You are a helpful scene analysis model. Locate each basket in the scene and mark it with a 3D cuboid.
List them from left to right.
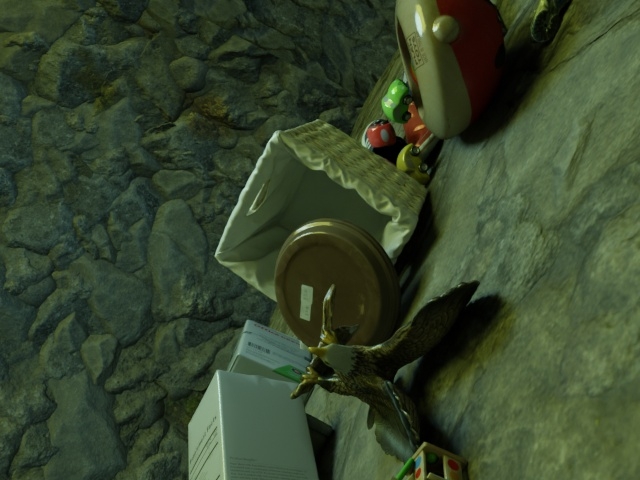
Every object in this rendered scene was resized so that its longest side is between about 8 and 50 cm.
[{"bbox_3d":[0.016,-0.038,1.300,0.328,0.331,0.266,-60,-8,28],"label":"basket"}]

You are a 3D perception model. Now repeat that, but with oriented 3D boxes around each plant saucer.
[{"bbox_3d":[0.018,0.097,1.142,0.041,0.278,0.278,-20,-35,-55],"label":"plant saucer"}]

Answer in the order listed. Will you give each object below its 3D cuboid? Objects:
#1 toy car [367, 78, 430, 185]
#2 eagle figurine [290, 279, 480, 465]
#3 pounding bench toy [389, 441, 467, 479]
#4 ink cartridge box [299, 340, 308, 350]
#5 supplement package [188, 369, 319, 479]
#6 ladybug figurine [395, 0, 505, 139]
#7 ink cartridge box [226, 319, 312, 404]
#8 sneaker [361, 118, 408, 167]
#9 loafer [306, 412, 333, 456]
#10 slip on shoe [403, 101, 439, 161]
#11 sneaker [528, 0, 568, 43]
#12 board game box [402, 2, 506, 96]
[{"bbox_3d":[0.165,-0.255,1.371,0.239,0.053,0.225,54,160,39],"label":"toy car"},{"bbox_3d":[0.085,0.177,0.831,0.298,0.225,0.227,-8,95,48],"label":"eagle figurine"},{"bbox_3d":[0.106,0.248,0.636,0.052,0.083,0.065,-61,8,28],"label":"pounding bench toy"},{"bbox_3d":[0.001,0.214,1.477,0.143,0.092,0.090,-125,45,-82],"label":"ink cartridge box"},{"bbox_3d":[-0.124,0.407,1.081,0.175,0.177,0.293,-61,26,29],"label":"supplement package"},{"bbox_3d":[0.247,-0.355,1.168,0.449,0.161,0.305,-50,-57,-80],"label":"ladybug figurine"},{"bbox_3d":[-0.138,0.344,1.645,0.289,0.211,0.122,-97,32,-80],"label":"ink cartridge box"},{"bbox_3d":[0.200,-0.272,1.787,0.148,0.131,0.350,-49,20,40],"label":"sneaker"},{"bbox_3d":[-0.055,0.405,1.250,0.087,0.094,0.251,-62,5,-23],"label":"loafer"},{"bbox_3d":[0.248,-0.294,1.531,0.123,0.101,0.331,-56,12,42],"label":"slip on shoe"},{"bbox_3d":[0.389,-0.400,1.044,0.135,0.052,0.058,-64,2,-1],"label":"sneaker"},{"bbox_3d":[0.318,-0.478,1.498,0.232,0.141,0.291,-60,8,33],"label":"board game box"}]
